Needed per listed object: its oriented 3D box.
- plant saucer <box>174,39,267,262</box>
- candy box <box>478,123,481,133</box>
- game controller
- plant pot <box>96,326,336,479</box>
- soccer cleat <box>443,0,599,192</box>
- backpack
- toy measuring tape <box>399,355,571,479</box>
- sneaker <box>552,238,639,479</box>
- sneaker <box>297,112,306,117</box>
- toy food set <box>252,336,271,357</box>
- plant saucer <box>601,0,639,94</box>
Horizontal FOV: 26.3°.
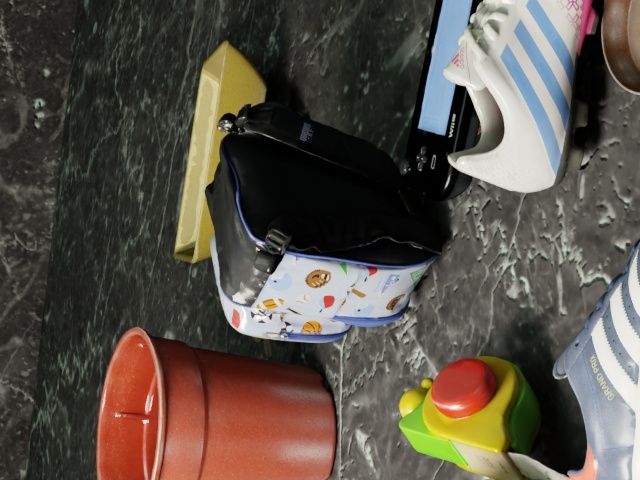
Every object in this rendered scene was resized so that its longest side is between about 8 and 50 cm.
[{"bbox_3d":[-0.155,-0.126,2.142,0.333,0.081,0.332,-176,95,-79],"label":"plant saucer"},{"bbox_3d":[0.184,-0.184,1.566,0.206,0.027,0.105,-42,49,55],"label":"candy box"},{"bbox_3d":[0.151,-0.202,1.503,0.166,0.067,0.319,-121,41,-81],"label":"game controller"},{"bbox_3d":[-0.137,0.264,1.857,0.272,0.265,0.272,-173,90,-66],"label":"plant pot"},{"bbox_3d":[0.200,-0.215,1.368,0.116,0.143,0.331,-166,80,-83],"label":"soccer cleat"},{"bbox_3d":[0.000,0.000,1.639,0.276,0.263,0.213,-103,26,-44],"label":"backpack"},{"bbox_3d":[0.208,0.183,1.362,0.330,0.121,0.121,9,92,48],"label":"toy measuring tape"},{"bbox_3d":[0.275,0.067,1.171,0.148,0.131,0.350,11,94,53],"label":"sneaker"},{"bbox_3d":[-0.069,-0.088,2.015,0.080,0.081,0.211,-15,71,62],"label":"sneaker"},{"bbox_3d":[-0.083,0.080,2.034,0.218,0.071,0.128,-135,32,-61],"label":"toy food set"},{"bbox_3d":[0.324,-0.217,1.275,0.168,0.029,0.168,-28,58,60],"label":"plant saucer"}]
